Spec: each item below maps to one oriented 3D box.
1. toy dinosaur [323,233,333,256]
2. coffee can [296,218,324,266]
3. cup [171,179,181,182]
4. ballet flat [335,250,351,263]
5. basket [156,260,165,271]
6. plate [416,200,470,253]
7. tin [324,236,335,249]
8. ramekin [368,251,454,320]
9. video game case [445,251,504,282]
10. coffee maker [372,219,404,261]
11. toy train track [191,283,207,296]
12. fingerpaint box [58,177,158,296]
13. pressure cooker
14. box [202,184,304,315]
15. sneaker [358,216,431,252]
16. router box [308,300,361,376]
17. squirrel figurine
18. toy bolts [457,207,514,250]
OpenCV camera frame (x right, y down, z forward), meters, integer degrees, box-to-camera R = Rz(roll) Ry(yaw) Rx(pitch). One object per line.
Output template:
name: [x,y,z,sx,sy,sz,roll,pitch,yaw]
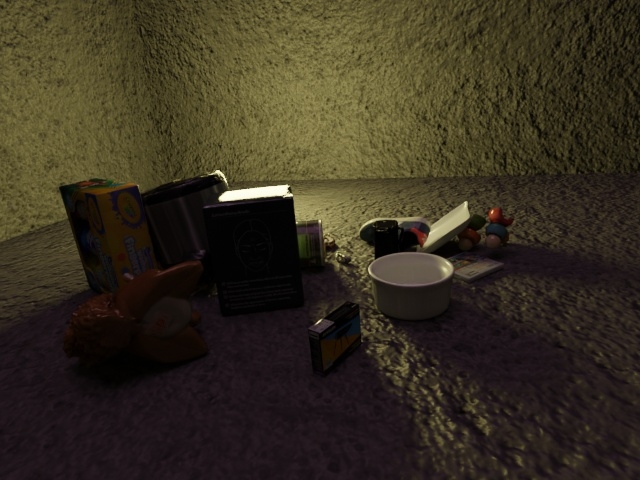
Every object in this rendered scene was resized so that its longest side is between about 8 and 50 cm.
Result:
toy dinosaur: [0.000,0.000,1.954,0.092,0.053,0.183,-20,44,-22]
coffee can: [-0.124,0.019,1.794,0.274,0.202,0.201,-5,19,1]
cup: [-0.746,-0.122,2.261,0.330,0.331,0.237,12,51,40]
ballet flat: [0.087,0.073,1.838,0.041,0.041,0.114,-16,21,-30]
basket: [-0.725,-0.037,1.953,0.222,0.300,0.213,10,25,38]
plate: [0.547,-0.044,1.869,0.278,0.045,0.277,-39,6,25]
tin: [-0.021,0.019,2.026,0.189,0.040,0.106,-10,15,-14]
ramekin: [0.302,0.150,1.412,0.276,0.135,0.277,-5,19,2]
video game case: [0.575,0.101,1.659,0.201,0.023,0.183,-17,23,-28]
coffee maker: [0.261,0.019,1.732,0.120,0.179,0.171,5,19,33]
toy train track: [-0.473,0.198,1.657,0.048,0.014,0.083,15,32,29]
fingerpaint box: [-0.811,0.003,1.643,0.370,0.446,0.163,13,27,40]
pressure cooker: [-0.504,-0.040,1.726,0.375,0.421,0.369,-2,22,40]
box: [-0.224,0.029,1.496,0.293,0.396,0.212,-6,19,-5]
sneaker: [0.317,-0.014,1.918,0.349,0.131,0.148,-8,45,36]
router box: [0.044,0.263,1.154,0.046,0.134,0.178,10,24,38]
squirrel figurine: [-0.565,0.208,1.278,0.396,0.282,0.370,-15,15,-33]
toy bolts: [0.714,-0.011,1.794,0.218,0.159,0.228,29,-18,-8]
